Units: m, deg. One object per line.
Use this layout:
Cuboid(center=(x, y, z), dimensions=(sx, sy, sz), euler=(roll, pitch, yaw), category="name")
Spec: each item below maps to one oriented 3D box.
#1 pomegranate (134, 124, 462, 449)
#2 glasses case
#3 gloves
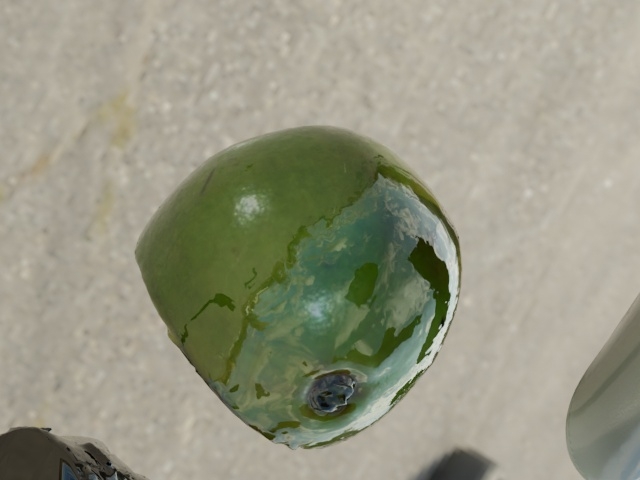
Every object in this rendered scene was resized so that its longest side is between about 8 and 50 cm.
Cuboid(center=(0.008, 0.011, 1.177), dimensions=(0.159, 0.190, 0.241), euler=(-41, 175, 15), category="pomegranate")
Cuboid(center=(0.247, 0.039, 1.204), dimensions=(0.128, 0.083, 0.308), euler=(-58, 178, -42), category="glasses case")
Cuboid(center=(-0.187, 0.234, 1.473), dimensions=(0.197, 0.152, 0.301), euler=(-16, 138, 2), category="gloves")
